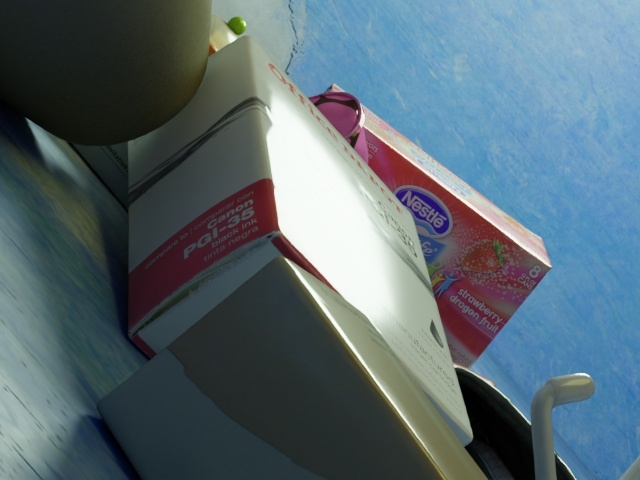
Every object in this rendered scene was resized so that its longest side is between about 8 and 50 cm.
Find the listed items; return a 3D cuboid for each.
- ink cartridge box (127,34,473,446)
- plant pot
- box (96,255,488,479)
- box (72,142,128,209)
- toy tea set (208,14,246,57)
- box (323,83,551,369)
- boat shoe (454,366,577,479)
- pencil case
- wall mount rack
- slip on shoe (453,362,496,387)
[{"bbox_3d":[-0.022,0.017,1.089,0.207,0.117,0.283,46,17,-27],"label":"ink cartridge box"},{"bbox_3d":[-0.170,-0.194,1.031,0.256,0.256,0.274,55,-8,38],"label":"plant pot"},{"bbox_3d":[0.042,0.172,0.779,0.311,0.121,0.148,53,6,23],"label":"box"},{"bbox_3d":[-0.134,-0.058,1.276,0.145,0.038,0.186,51,5,-5],"label":"box"},{"bbox_3d":[-0.098,-0.137,1.593,0.336,0.124,0.200,54,7,30],"label":"toy tea set"},{"bbox_3d":[0.086,-0.018,1.786,0.300,0.154,0.142,37,11,-6],"label":"box"},{"bbox_3d":[0.158,0.215,1.311,0.335,0.112,0.095,-131,-143,-57],"label":"boat shoe"},{"bbox_3d":[0.015,-0.037,1.626,0.098,0.095,0.209,-74,158,-52],"label":"pencil case"},{"bbox_3d":[0.215,0.150,1.115,0.350,0.304,0.130,-21,-111,60],"label":"wall mount rack"},{"bbox_3d":[0.112,0.150,1.526,0.331,0.101,0.123,50,8,6],"label":"slip on shoe"}]
